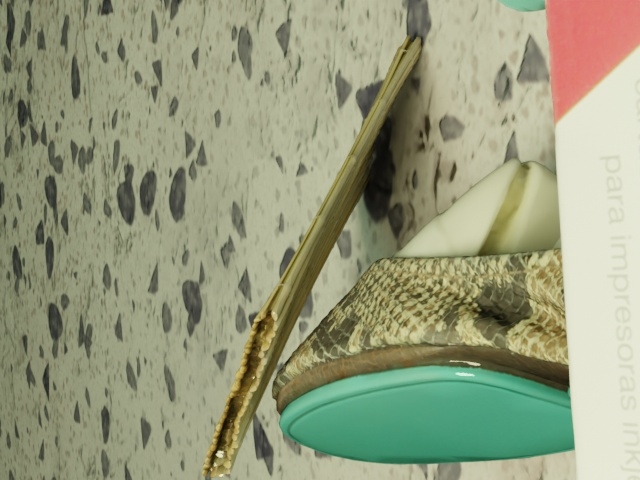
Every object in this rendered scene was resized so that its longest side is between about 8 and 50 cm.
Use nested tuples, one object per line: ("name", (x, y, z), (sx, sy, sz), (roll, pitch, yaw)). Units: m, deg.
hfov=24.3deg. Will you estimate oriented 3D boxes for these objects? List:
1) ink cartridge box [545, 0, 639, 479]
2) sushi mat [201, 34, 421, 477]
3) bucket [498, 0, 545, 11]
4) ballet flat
("ink cartridge box", (0.252, -0.052, 0.356), (0.384, 0.160, 0.279), (-3, 90, 46))
("sushi mat", (0.000, 0.000, 0.973), (0.316, 0.019, 0.151), (-63, -6, -48))
("bucket", (0.101, -0.268, 0.666), (0.183, 0.281, 0.281), (-45, 52, 55))
("ballet flat", (0.145, 0.032, 0.765), (0.482, 0.164, 0.182), (-10, 61, 59))
